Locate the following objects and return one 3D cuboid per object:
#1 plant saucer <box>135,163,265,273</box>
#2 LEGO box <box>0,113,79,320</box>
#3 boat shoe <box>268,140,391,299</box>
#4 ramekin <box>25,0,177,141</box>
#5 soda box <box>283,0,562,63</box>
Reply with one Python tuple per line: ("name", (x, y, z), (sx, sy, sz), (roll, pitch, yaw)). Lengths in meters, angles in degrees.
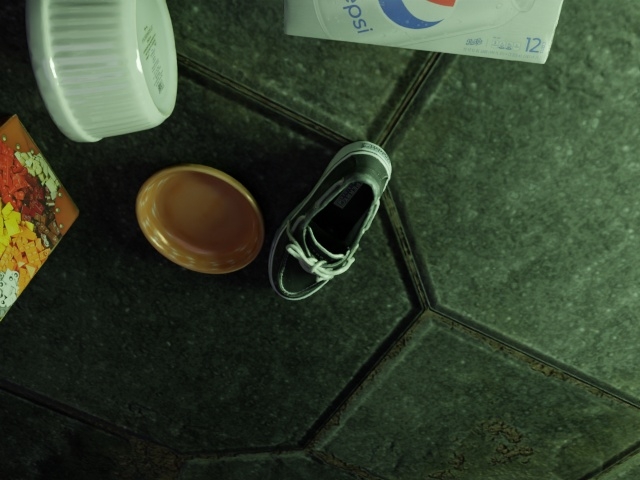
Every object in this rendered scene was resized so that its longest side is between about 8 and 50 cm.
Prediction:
("plant saucer", (-0.178, -0.035, 1.015), (0.199, 0.037, 0.200), (6, 129, 8))
("LEGO box", (-0.670, 0.037, 0.966), (0.499, 0.373, 0.193), (-10, 126, 19))
("boat shoe", (0.004, 0.002, 0.959), (0.113, 0.105, 0.306), (31, 129, -13))
("ramekin", (-0.239, -0.221, 0.773), (0.108, 0.207, 0.207), (-4, 129, 2))
("soda box", (0.107, -0.266, 0.721), (0.286, 0.098, 0.091), (9, 130, 6))
